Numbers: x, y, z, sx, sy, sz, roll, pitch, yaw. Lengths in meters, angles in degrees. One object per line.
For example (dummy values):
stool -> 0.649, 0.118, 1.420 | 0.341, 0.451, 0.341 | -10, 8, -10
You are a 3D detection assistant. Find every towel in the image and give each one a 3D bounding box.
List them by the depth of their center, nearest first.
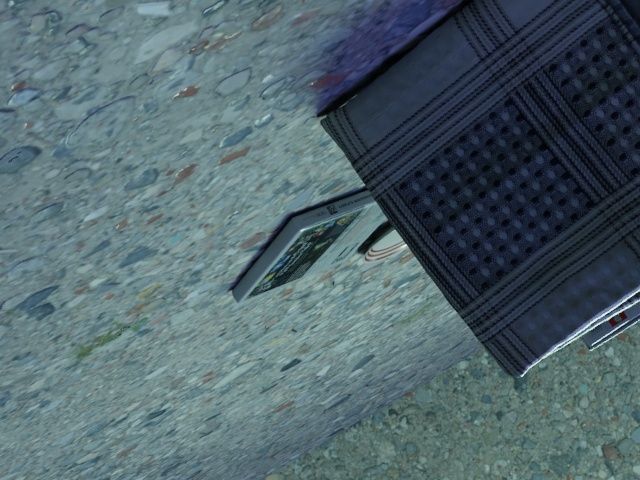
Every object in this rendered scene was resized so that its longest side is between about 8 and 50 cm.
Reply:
towel -> 0.211, -0.077, 1.248 | 0.324, 0.312, 0.056 | -36, 179, 16

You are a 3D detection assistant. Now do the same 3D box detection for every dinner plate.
dinner plate -> 0.114, -0.013, 1.847 | 0.141, 0.017, 0.141 | -29, 165, -9

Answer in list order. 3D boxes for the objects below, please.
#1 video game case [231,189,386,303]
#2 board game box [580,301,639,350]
video game case -> 0.000, 0.000, 1.652 | 0.173, 0.022, 0.190 | -21, 164, -35
board game box -> 0.248, -0.076, 1.312 | 0.193, 0.305, 0.053 | -35, 174, 19
